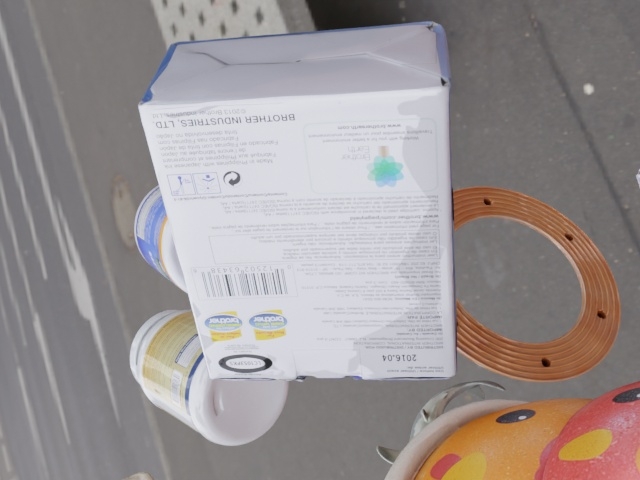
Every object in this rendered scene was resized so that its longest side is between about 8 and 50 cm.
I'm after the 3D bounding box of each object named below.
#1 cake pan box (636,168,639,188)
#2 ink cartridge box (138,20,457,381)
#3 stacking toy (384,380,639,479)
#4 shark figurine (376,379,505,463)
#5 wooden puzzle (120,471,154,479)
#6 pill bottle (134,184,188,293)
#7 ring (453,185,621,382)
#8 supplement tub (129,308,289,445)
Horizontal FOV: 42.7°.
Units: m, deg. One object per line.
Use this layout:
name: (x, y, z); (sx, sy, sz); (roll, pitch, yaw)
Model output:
cake pan box: (0.384, -0.076, 0.516); (0.266, 0.246, 0.070); (14, 142, 49)
ink cartridge box: (0.000, 0.000, 0.831); (0.151, 0.269, 0.396); (-79, -16, -55)
stacking toy: (0.274, 0.167, 0.437); (0.480, 0.350, 0.351); (-49, 58, 43)
shark figurine: (0.173, 0.310, 1.250); (0.166, 0.278, 0.116); (18, 134, 7)
wooden puzzle: (-0.384, 0.587, 1.369); (0.322, 0.347, 0.080); (59, 146, 22)
pill bottle: (-0.182, -0.011, 1.174); (0.272, 0.152, 0.152); (-162, 64, -65)
ring: (0.282, 0.059, 1.209); (0.337, 0.336, 0.032); (62, 152, 25)
supplement tub: (-0.239, 0.270, 1.700); (0.316, 0.228, 0.228); (14, 113, 49)
